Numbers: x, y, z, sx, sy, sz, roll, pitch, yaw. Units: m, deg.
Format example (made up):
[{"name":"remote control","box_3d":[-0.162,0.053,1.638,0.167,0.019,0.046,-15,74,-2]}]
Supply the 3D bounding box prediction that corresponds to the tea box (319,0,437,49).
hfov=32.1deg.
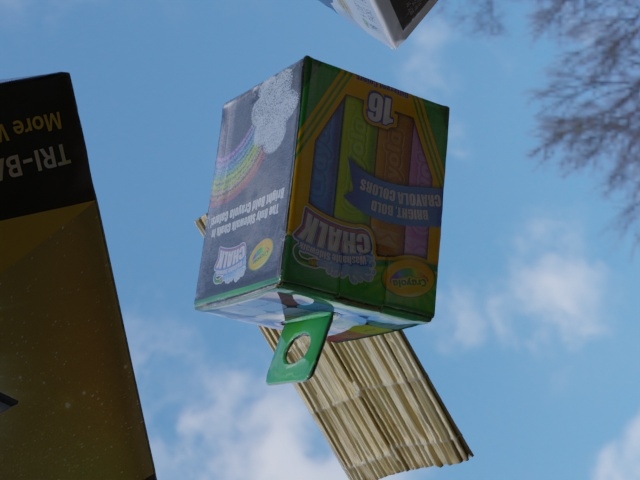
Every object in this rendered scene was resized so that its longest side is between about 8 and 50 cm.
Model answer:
[{"name":"tea box","box_3d":[-0.018,-0.397,0.999,0.220,0.323,0.329,-52,-22,-3]}]

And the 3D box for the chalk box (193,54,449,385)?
[{"name":"chalk box","box_3d":[0.000,0.000,0.804,0.132,0.132,0.213,15,-107,-30]}]

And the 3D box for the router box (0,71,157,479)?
[{"name":"router box","box_3d":[-0.216,0.085,0.403,0.308,0.081,0.243,-20,-74,-37]}]

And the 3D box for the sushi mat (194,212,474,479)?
[{"name":"sushi mat","box_3d":[0.011,0.087,1.030,0.019,0.151,0.317,-40,-76,-47]}]
